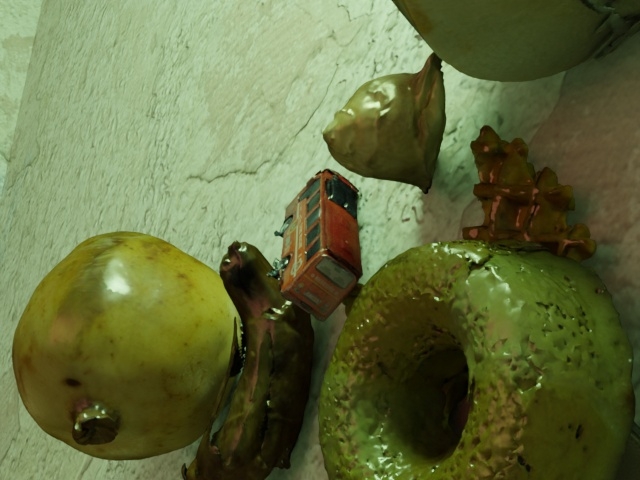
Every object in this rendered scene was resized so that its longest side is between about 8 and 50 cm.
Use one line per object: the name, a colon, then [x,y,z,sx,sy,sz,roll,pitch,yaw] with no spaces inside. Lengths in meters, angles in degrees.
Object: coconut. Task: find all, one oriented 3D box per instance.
coconut: [0.172,-0.300,0.821,0.323,0.323,0.323,-31,50,46]

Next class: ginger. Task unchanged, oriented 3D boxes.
ginger: [0.071,-0.102,0.966,0.122,0.193,0.115,-7,74,7]
ginger: [-0.075,0.165,1.115,0.133,0.107,0.309,13,87,24]

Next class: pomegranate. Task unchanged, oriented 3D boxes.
pomegranate: [-0.244,0.130,1.229,0.307,0.307,0.307,-31,50,46]

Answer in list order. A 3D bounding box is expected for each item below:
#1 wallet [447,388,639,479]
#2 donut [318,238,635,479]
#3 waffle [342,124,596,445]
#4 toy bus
wallet: [0.186,0.156,0.754,0.153,0.038,0.118,48,113,26]
donut: [0.098,0.122,0.726,0.272,0.107,0.272,-25,57,45]
waffle: [0.144,0.063,0.887,0.293,0.069,0.260,-51,41,27]
toy bus: [0.000,0.000,1.066,0.096,0.073,0.235,-46,18,22]
